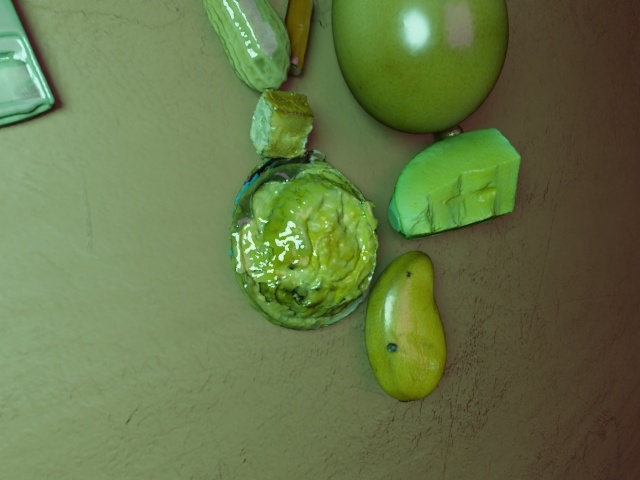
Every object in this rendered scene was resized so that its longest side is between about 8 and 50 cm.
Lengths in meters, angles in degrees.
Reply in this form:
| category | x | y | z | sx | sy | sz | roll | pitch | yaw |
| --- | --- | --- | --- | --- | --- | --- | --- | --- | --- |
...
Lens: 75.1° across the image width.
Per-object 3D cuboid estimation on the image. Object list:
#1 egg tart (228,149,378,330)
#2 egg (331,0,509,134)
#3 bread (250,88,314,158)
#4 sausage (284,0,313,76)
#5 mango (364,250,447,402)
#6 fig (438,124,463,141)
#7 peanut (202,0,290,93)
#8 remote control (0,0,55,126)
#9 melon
| category | x | y | z | sx | sy | sz | roll | pitch | yaw |
| --- | --- | --- | --- | --- | --- | --- | --- | --- | --- |
| egg tart | 0.000 | 0.000 | 0.621 | 0.290 | 0.107 | 0.291 | -1 | 92 | -37 |
| egg | 0.142 | -0.324 | 0.631 | 0.250 | 0.250 | 0.323 | -24 | 99 | -34 |
| bread | -0.056 | -0.165 | 0.586 | 0.070 | 0.077 | 0.083 | 0 | 134 | -29 |
| sausage | -0.037 | -0.318 | 0.629 | 0.039 | 0.041 | 0.131 | 9 | 85 | -14 |
| mango | 0.148 | 0.150 | 0.735 | 0.157 | 0.109 | 0.262 | 1 | 85 | -27 |
| fig | 0.269 | -0.199 | 0.857 | 0.050 | 0.050 | 0.083 | -34 | 128 | -31 |
| peanut | -0.098 | -0.296 | 0.557 | 0.093 | 0.083 | 0.194 | -29 | 109 | -18 |
| remote control | -0.370 | -0.249 | 0.391 | 0.123 | 0.038 | 0.285 | -29 | 109 | -31 |
| melon | 0.236 | -0.090 | 0.784 | 0.323 | 0.124 | 0.196 | -18 | 110 | -26 |
